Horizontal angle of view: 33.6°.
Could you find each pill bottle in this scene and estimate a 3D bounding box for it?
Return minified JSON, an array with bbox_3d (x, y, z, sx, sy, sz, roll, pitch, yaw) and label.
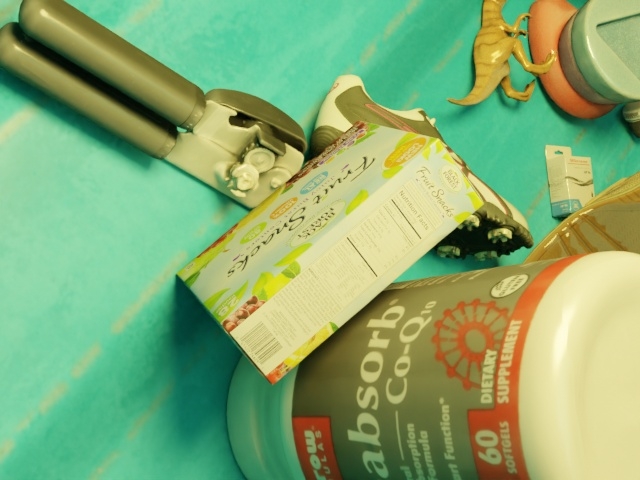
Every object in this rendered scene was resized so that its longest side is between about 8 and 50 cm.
[{"bbox_3d":[0.099,0.131,0.809,0.210,0.363,0.210,8,77,-38],"label":"pill bottle"}]

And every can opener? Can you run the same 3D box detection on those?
[{"bbox_3d":[-0.131,-0.112,0.870,0.280,0.074,0.093,27,32,-34],"label":"can opener"}]

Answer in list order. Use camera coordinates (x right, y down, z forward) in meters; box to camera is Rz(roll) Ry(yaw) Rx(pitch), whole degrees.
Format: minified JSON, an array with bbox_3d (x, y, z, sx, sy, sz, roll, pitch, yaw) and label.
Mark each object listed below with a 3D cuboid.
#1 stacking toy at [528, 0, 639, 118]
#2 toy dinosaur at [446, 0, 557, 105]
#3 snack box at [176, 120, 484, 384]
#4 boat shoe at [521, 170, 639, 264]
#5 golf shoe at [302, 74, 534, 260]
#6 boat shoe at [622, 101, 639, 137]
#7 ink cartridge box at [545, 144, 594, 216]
[{"bbox_3d":[0.402,-0.273,1.239,0.308,0.130,0.280,3,77,-27],"label":"stacking toy"},{"bbox_3d":[0.188,-0.190,1.146,0.112,0.064,0.212,25,56,-14],"label":"toy dinosaur"},{"bbox_3d":[0.000,0.000,0.829,0.207,0.174,0.070,-41,110,-6],"label":"snack box"},{"bbox_3d":[0.332,-0.002,1.119,0.341,0.110,0.122,-33,86,-12],"label":"boat shoe"},{"bbox_3d":[0.109,-0.064,1.025,0.272,0.105,0.120,25,60,-34],"label":"golf shoe"},{"bbox_3d":[0.427,-0.177,1.336,0.142,0.049,0.040,-37,113,-31],"label":"boat shoe"},{"bbox_3d":[0.286,-0.070,1.211,0.048,0.028,0.083,0,82,-39],"label":"ink cartridge box"}]
